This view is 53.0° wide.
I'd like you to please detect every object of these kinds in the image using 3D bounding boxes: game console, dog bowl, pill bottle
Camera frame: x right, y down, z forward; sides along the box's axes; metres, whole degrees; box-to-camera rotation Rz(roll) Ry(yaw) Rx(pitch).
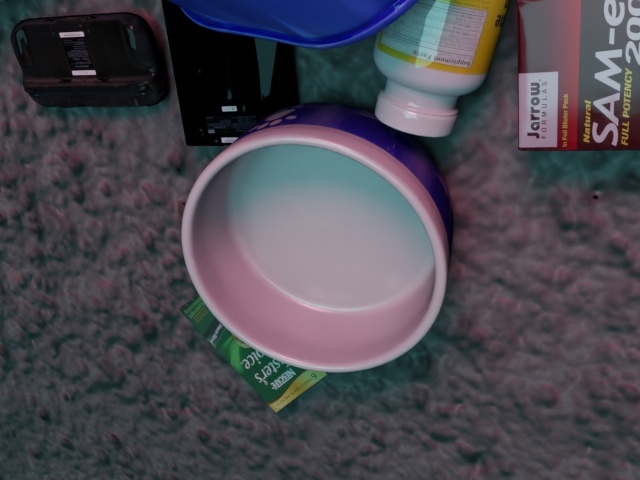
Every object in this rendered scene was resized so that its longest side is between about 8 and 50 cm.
[{"bbox_3d":[-0.198,-0.214,0.709,0.361,0.044,0.213,4,114,21],"label":"game console"},{"bbox_3d":[0.000,0.000,0.653,0.264,0.104,0.265,8,122,13],"label":"dog bowl"},{"bbox_3d":[0.103,-0.188,0.545,0.103,0.103,0.184,21,120,15],"label":"pill bottle"}]

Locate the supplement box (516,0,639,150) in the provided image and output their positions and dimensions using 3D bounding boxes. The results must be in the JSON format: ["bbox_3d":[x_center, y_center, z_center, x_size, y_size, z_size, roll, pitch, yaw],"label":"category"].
[{"bbox_3d":[0.281,-0.141,0.502,0.239,0.073,0.130,3,114,25],"label":"supplement box"}]

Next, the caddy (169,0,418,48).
[{"bbox_3d":[-0.040,-0.283,0.487,0.341,0.179,0.241,24,102,37],"label":"caddy"}]

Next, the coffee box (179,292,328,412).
[{"bbox_3d":[-0.078,0.118,0.804,0.184,0.040,0.113,48,123,-1],"label":"coffee box"}]
